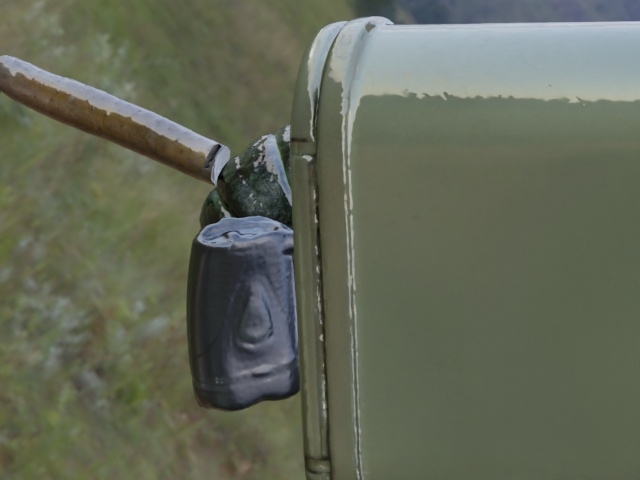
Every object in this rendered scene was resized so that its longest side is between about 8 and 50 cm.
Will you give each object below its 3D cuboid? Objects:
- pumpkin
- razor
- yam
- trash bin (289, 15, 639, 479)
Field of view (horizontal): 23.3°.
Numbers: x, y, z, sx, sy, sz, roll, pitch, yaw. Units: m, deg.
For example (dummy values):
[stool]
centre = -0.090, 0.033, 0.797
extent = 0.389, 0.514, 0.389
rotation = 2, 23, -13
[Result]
[pumpkin]
centre = 0.000, 0.000, 1.375
extent = 0.220, 0.220, 0.162
rotation = 56, 11, -29
[razor]
centre = -0.059, 0.056, 1.188
extent = 0.054, 0.090, 0.148
rotation = 28, -55, 56
[yam]
centre = -0.208, -0.120, 1.519
extent = 0.264, 0.046, 0.046
rotation = 24, -9, 16
[trash bin]
centre = 0.120, 0.024, 0.667
extent = 0.121, 0.247, 0.243
rotation = -23, 113, -69
